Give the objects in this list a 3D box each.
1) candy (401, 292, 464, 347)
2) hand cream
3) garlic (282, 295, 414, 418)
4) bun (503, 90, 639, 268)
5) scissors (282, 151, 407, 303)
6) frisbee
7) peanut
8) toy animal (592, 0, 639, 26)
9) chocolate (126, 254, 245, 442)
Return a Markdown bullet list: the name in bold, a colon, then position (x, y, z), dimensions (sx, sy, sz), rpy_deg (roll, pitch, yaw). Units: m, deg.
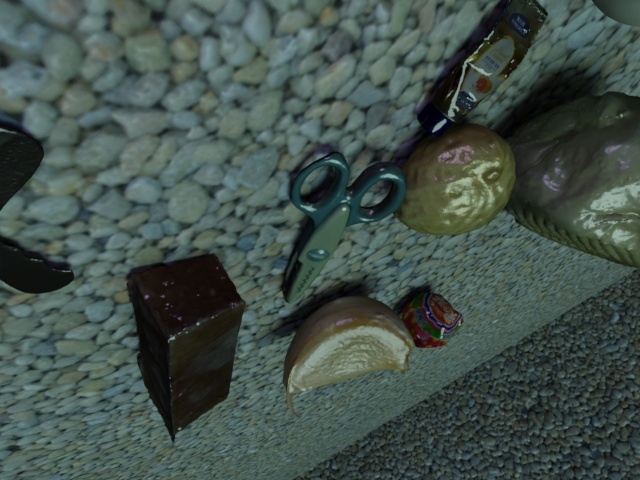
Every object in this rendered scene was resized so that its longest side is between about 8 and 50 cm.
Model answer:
- **candy**: position (0.186, 0.242, 1.084), dimensions (0.124, 0.124, 0.365), rpy_deg (-9, 151, -33)
- **hand cream**: position (0.169, -0.183, 0.490), dimensions (0.062, 0.039, 0.163), rpy_deg (21, 122, -34)
- **garlic**: position (0.039, 0.186, 0.804), dimensions (0.244, 0.164, 0.145), rpy_deg (-19, 165, -9)
- **bun**: position (0.383, -0.091, 0.635), dimensions (0.281, 0.281, 0.205), rpy_deg (14, 104, -50)
- **scissors**: position (0.000, 0.000, 0.603), dimensions (0.137, 0.041, 0.289), rpy_deg (6, 141, -22)
- **frisbee**: position (-0.304, -0.005, 0.363), dimensions (0.187, 0.012, 0.211), rpy_deg (-9, 144, -31)
- **peanut**: position (0.167, -0.071, 0.577), dimensions (0.140, 0.109, 0.159), rpy_deg (0, 142, -30)
- **toy animal**: position (0.275, -0.262, 0.331), dimensions (0.235, 0.165, 0.187), rpy_deg (0, 160, -41)
- **chocolate**: position (-0.179, 0.152, 0.629), dimensions (0.111, 0.112, 0.321), rpy_deg (-23, 150, -32)
